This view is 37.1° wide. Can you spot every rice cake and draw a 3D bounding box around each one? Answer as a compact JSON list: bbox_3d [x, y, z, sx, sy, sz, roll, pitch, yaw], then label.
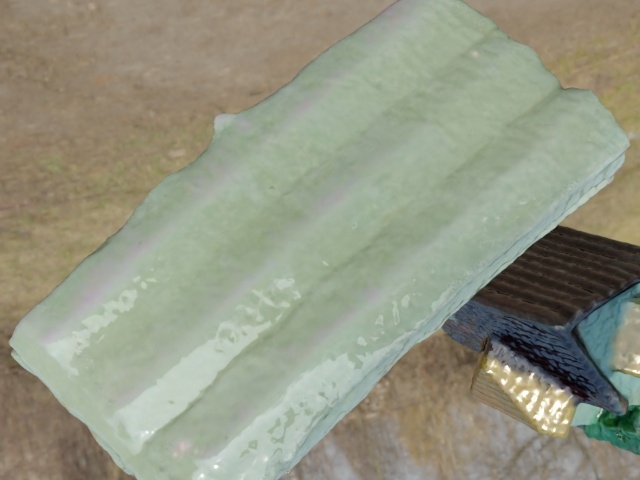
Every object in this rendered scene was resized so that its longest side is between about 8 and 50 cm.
[{"bbox_3d":[0.000,0.000,0.382,0.237,0.127,0.043,-43,163,-12],"label":"rice cake"}]

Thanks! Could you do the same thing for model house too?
[{"bbox_3d":[0.225,0.097,1.003,0.249,0.230,0.280,3,-171,-36],"label":"model house"}]
